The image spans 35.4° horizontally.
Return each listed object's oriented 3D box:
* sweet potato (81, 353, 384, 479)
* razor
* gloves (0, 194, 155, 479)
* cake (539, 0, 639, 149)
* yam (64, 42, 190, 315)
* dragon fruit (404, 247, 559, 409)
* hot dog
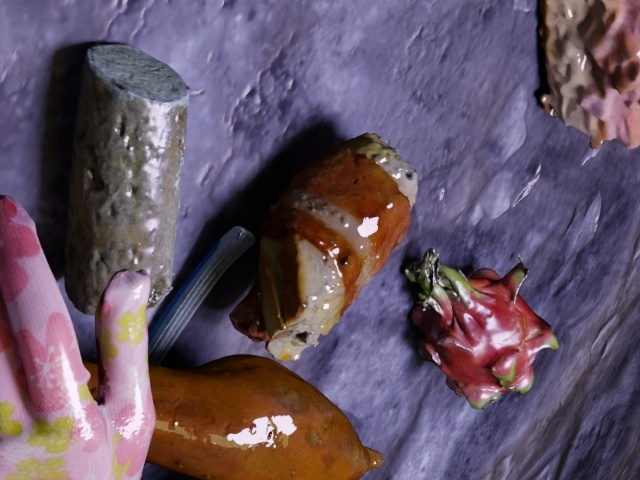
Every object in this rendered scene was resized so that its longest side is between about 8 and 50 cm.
[{"bbox_3d":[-0.055,0.144,0.785,0.359,0.112,0.112,27,93,-45],"label":"sweet potato"},{"bbox_3d":[-0.115,0.069,0.797,0.068,0.037,0.191,30,92,-45],"label":"razor"},{"bbox_3d":[-0.179,0.095,0.612,0.126,0.145,0.241,-67,154,-59],"label":"gloves"},{"bbox_3d":[0.412,-0.254,0.988,0.293,0.307,0.314,-45,144,-23],"label":"cake"},{"bbox_3d":[-0.129,-0.036,0.670,0.078,0.078,0.179,-16,126,-46],"label":"yam"},{"bbox_3d":[0.170,0.081,1.100,0.137,0.135,0.235,-38,123,-19],"label":"dragon fruit"},{"bbox_3d":[0.000,0.000,0.831,0.213,0.103,0.146,-48,164,-32],"label":"hot dog"}]
